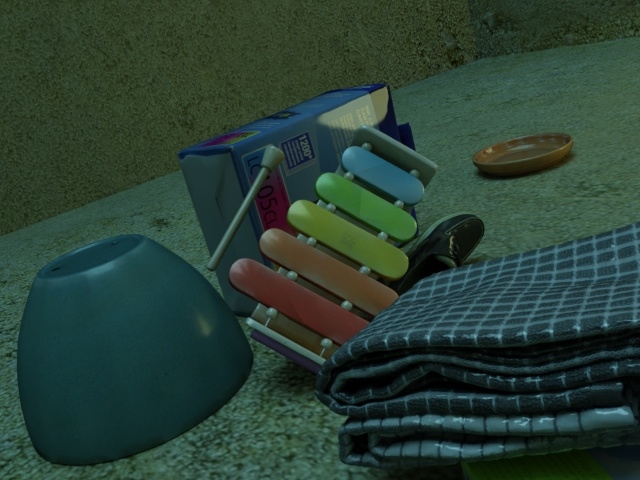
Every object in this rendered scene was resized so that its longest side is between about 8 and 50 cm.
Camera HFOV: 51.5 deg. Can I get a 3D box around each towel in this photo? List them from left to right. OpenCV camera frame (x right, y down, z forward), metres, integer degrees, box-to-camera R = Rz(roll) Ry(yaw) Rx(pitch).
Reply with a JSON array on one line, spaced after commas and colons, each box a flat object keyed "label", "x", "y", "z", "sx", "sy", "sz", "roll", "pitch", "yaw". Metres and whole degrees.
[{"label": "towel", "x": 0.166, "y": 0.084, "z": 0.560, "sx": 0.284, "sy": 0.121, "sz": 0.235, "roll": -15, "pitch": 4, "yaw": 29}]

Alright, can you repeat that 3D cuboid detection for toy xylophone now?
[{"label": "toy xylophone", "x": 0.000, "y": 0.000, "z": 0.816, "sx": 0.081, "sy": 0.236, "sz": 0.322, "roll": 117, "pitch": 174, "yaw": -67}]

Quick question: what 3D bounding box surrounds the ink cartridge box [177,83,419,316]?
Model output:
[{"label": "ink cartridge box", "x": 0.003, "y": -0.084, "z": 1.059, "sx": 0.151, "sy": 0.270, "sz": 0.395, "roll": 5, "pitch": 28, "yaw": 44}]

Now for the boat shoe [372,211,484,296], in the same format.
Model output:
[{"label": "boat shoe", "x": 0.155, "y": 0.035, "z": 0.898, "sx": 0.223, "sy": 0.080, "sz": 0.073, "roll": -32, "pitch": 29, "yaw": -27}]

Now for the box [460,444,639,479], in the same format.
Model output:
[{"label": "box", "x": 0.205, "y": 0.172, "z": 0.488, "sx": 0.178, "sy": 0.042, "sz": 0.109, "roll": -17, "pitch": 18, "yaw": -3}]

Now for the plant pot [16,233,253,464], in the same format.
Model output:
[{"label": "plant pot", "x": -0.250, "y": 0.106, "z": 0.832, "sx": 0.290, "sy": 0.195, "sz": 0.290, "roll": -14, "pitch": 18, "yaw": 5}]

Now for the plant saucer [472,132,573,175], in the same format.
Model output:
[{"label": "plant saucer", "x": 0.413, "y": -0.174, "z": 1.357, "sx": 0.200, "sy": 0.037, "sz": 0.200, "roll": -15, "pitch": 17, "yaw": 5}]
